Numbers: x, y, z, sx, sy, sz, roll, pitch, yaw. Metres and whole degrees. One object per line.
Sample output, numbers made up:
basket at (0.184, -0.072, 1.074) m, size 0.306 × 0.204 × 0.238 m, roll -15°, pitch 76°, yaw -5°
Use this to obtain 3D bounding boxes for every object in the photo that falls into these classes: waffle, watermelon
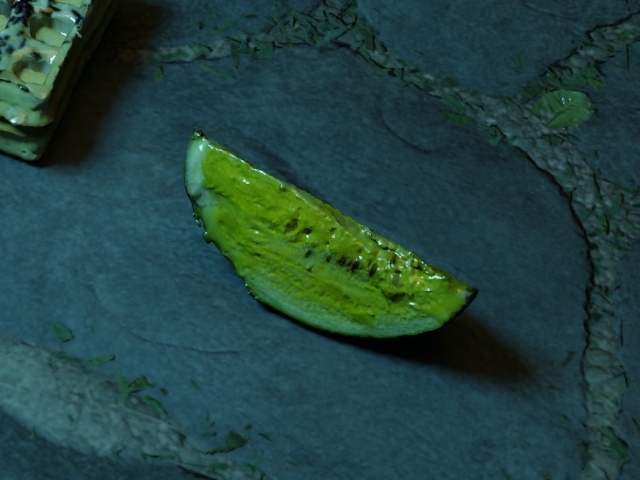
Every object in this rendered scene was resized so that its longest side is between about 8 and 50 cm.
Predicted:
waffle at (-0.403, -0.238, 1.872) m, size 0.376 × 0.114 × 0.261 m, roll 18°, pitch 49°, yaw 3°
watermelon at (0.000, 0.000, 1.749) m, size 0.301 × 0.129 × 0.123 m, roll 31°, pitch 54°, yaw 7°
